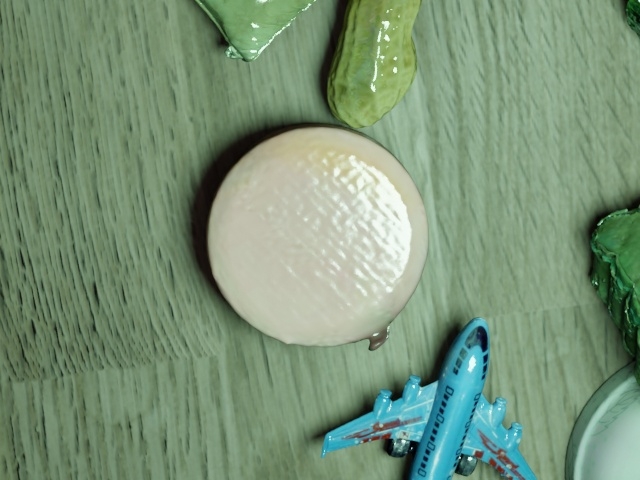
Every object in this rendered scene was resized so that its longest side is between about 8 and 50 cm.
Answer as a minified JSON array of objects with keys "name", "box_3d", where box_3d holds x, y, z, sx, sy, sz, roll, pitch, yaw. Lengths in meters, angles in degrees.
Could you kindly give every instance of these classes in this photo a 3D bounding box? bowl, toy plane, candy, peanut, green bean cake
[{"name":"bowl","box_3d":[0.427,0.269,1.806,0.286,0.144,0.287,0,98,-3]},{"name":"toy plane","box_3d":[0.137,0.211,1.803,0.254,0.105,0.271,15,96,-5]},{"name":"candy","box_3d":[0.000,0.000,1.770,0.255,0.094,0.255,0,98,-2]},{"name":"peanut","box_3d":[0.063,-0.214,1.747,0.093,0.083,0.194,19,98,9]},{"name":"green bean cake","box_3d":[0.432,0.058,1.735,0.241,0.132,0.255,-21,56,0]}]

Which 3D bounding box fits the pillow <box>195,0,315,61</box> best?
[{"name":"pillow","box_3d":[-0.033,-0.348,1.728,0.302,0.075,0.185,-42,96,3]}]

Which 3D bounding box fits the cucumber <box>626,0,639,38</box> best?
[{"name":"cucumber","box_3d":[0.416,-0.196,1.773,0.074,0.074,0.241,-42,99,4]}]
